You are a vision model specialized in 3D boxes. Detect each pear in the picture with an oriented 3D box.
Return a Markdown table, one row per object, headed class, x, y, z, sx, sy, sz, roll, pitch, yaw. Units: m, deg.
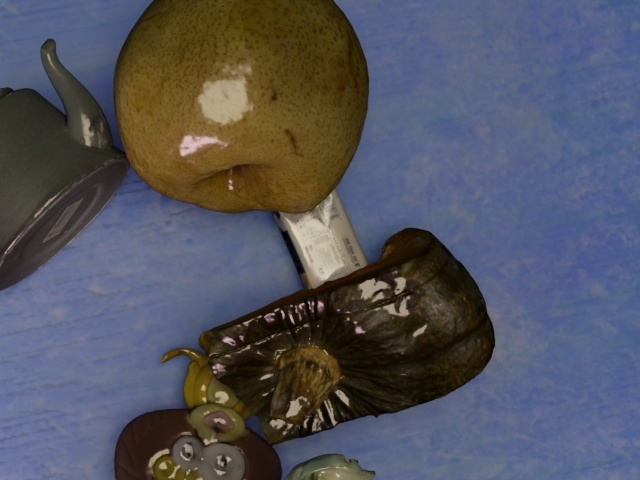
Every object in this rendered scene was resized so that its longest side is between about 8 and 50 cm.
| class | x | y | z | sx | sy | sz | roll | pitch | yaw |
| --- | --- | --- | --- | --- | --- | --- | --- | --- | --- |
| pear | -0.069 | -0.136 | 1.505 | 0.228 | 0.188 | 0.211 | 20 | 59 | -38 |

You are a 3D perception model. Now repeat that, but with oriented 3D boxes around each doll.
| class | x | y | z | sx | sy | sz | roll | pitch | yaw |
| --- | --- | --- | --- | --- | --- | --- | --- | --- | --- |
| doll | -0.110 | 0.173 | 1.533 | 0.145 | 0.096 | 0.188 | -4 | 76 | -18 |

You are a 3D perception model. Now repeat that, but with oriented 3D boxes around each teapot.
| class | x | y | z | sx | sy | sz | roll | pitch | yaw |
| --- | --- | --- | --- | --- | --- | --- | --- | --- | --- |
| teapot | -0.277 | -0.058 | 1.499 | 0.149 | 0.162 | 0.239 | 45 | 110 | 5 |

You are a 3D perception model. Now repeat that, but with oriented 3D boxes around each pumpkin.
| class | x | y | z | sx | sy | sz | roll | pitch | yaw |
| --- | --- | --- | --- | --- | --- | --- | --- | --- | --- |
| pumpkin | 0.041 | 0.084 | 1.512 | 0.248 | 0.126 | 0.131 | -32 | 114 | -23 |

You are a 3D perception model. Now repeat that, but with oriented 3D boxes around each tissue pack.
| class | x | y | z | sx | sy | sz | roll | pitch | yaw |
| --- | --- | --- | --- | --- | --- | --- | --- | --- | --- |
| tissue pack | 0.000 | 0.000 | 1.587 | 0.062 | 0.042 | 0.083 | -25 | 91 | -13 |

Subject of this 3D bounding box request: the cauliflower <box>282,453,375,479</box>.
| class | x | y | z | sx | sy | sz | roll | pitch | yaw |
| --- | --- | --- | --- | --- | --- | --- | --- | --- | --- |
| cauliflower | -0.037 | 0.333 | 1.424 | 0.327 | 0.260 | 0.281 | 27 | 66 | -18 |
